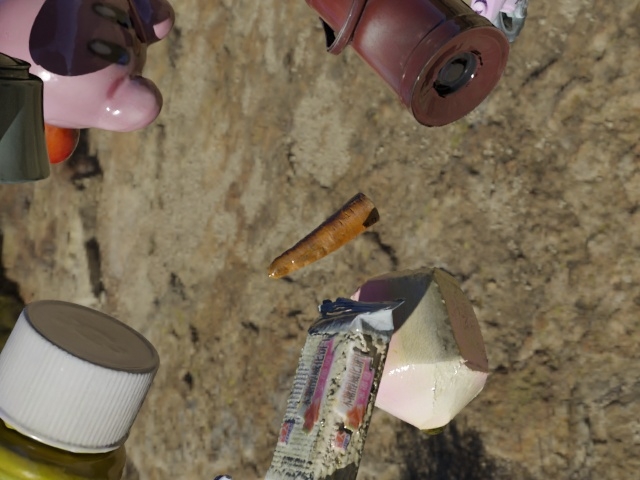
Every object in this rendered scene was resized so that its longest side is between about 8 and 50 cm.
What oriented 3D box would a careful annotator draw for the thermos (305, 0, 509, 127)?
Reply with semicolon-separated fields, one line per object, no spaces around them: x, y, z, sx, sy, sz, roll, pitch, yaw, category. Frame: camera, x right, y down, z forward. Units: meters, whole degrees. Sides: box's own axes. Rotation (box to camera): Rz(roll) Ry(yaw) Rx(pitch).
0.053;-0.202;0.709;0.232;0.124;0.099;53;132;34;thermos

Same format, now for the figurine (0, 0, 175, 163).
-0.361;-0.262;1.170;0.261;0.211;0.269;0;77;41;figurine

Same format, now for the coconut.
0.165;0.185;1.379;0.233;0.233;0.245;-40;55;51;coconut

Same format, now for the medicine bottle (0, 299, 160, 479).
-0.370;0.287;1.088;0.384;0.224;0.224;-63;34;8;medicine bottle

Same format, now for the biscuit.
0.011;0.221;1.137;0.186;0.079;0.309;-11;59;59;biscuit

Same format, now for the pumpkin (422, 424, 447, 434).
0.213;0.344;1.548;0.050;0.083;0.028;-18;80;18;pumpkin

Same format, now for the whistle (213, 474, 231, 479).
-0.161;0.386;1.312;0.083;0.033;0.029;-53;22;42;whistle

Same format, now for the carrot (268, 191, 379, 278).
0.000;0.000;1.357;0.061;0.210;0.061;47;161;22;carrot

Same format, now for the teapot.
-0.366;-0.153;0.892;0.239;0.162;0.149;-129;46;-66;teapot

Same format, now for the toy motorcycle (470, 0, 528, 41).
0.274;-0.464;1.222;0.143;0.188;0.327;18;99;40;toy motorcycle
